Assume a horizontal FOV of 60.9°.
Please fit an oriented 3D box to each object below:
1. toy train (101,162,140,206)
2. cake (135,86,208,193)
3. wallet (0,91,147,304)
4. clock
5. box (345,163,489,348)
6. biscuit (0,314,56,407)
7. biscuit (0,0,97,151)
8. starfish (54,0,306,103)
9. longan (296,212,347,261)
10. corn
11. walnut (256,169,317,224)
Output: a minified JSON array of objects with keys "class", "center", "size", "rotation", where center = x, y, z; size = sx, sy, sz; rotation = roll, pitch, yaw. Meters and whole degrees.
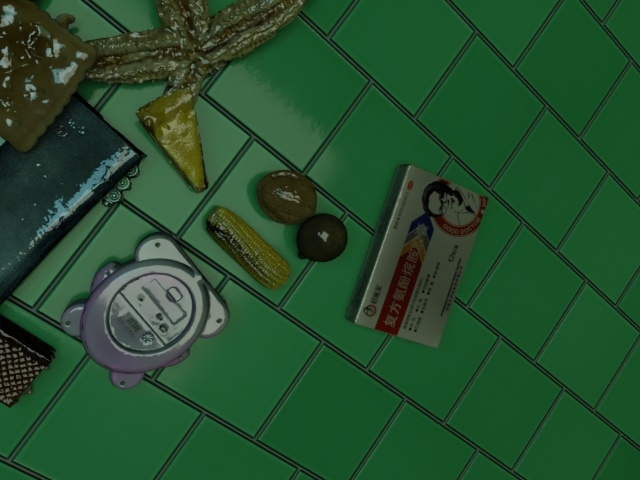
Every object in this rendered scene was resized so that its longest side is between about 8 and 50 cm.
[{"class":"toy train","center":[-0.370,-0.112,0.976],"size":[0.064,0.044,0.103],"rotation":[32,84,-13]},{"class":"cake","center":[-0.242,-0.186,0.985],"size":[0.116,0.080,0.185],"rotation":[-47,116,-12]},{"class":"wallet","center":[-0.496,-0.072,0.918],"size":[0.191,0.046,0.379],"rotation":[42,83,-3]},{"class":"clock","center":[-0.317,0.131,0.996],"size":[0.248,0.090,0.227],"rotation":[-38,105,-10]},{"class":"box","center":[0.211,0.037,1.179],"size":[0.214,0.069,0.353],"rotation":[19,88,-19]},{"class":"biscuit","center":[-0.579,0.174,0.919],"size":[0.252,0.070,0.106],"rotation":[41,83,-19]},{"class":"biscuit","center":[-0.539,-0.313,0.852],"size":[0.325,0.044,0.217],"rotation":[39,95,-9]},{"class":"starfish","center":[-0.237,-0.405,0.950],"size":[0.432,0.082,0.324],"rotation":[-46,121,5]},{"class":"longan","center":[0.000,0.000,1.087],"size":[0.106,0.106,0.119],"rotation":[30,129,-19]},{"class":"corn","center":[-0.139,0.016,1.054],"size":[0.072,0.072,0.203],"rotation":[-47,107,-9]},{"class":"walnut","center":[-0.065,-0.084,1.051],"size":[0.125,0.105,0.105],"rotation":[22,88,-12]}]
